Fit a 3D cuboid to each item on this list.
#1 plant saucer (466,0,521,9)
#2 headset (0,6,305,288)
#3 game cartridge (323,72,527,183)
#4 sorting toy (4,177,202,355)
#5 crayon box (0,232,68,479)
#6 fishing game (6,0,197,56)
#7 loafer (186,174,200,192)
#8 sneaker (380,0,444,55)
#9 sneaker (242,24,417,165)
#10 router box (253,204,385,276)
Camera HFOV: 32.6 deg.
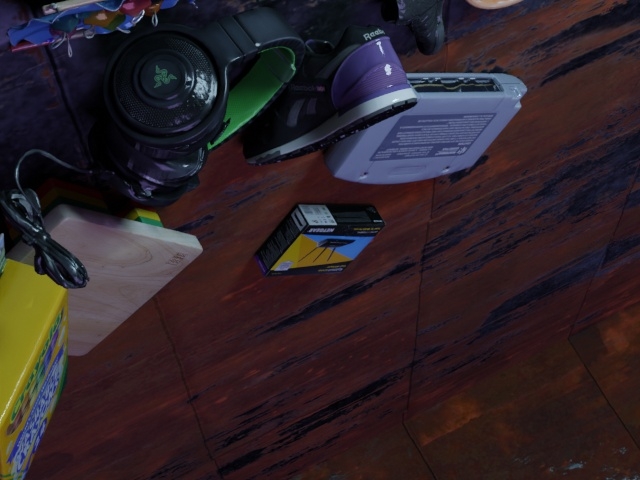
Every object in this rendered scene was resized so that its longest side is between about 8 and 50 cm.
[{"bbox_3d":[0.251,-0.372,1.355,0.200,0.037,0.200,-24,155,-12],"label":"plant saucer"},{"bbox_3d":[-0.165,-0.107,1.198,0.394,0.185,0.243,-32,170,-29],"label":"headset"},{"bbox_3d":[0.150,-0.162,1.612,0.294,0.060,0.196,-7,142,-39],"label":"game cartridge"},{"bbox_3d":[-0.333,0.036,1.421,0.255,0.089,0.257,-40,153,20],"label":"sorting toy"},{"bbox_3d":[-0.369,0.168,1.285,0.083,0.203,0.323,17,144,0],"label":"crayon box"},{"bbox_3d":[-0.199,-0.205,1.031,0.189,0.041,0.264,-19,-172,-24],"label":"fishing game"},{"bbox_3d":[-0.222,-0.080,1.364,0.061,0.062,0.170,-35,153,21],"label":"loafer"},{"bbox_3d":[0.110,-0.286,1.351,0.089,0.051,0.170,-22,148,-17],"label":"sneaker"},{"bbox_3d":[-0.003,-0.184,1.376,0.283,0.124,0.107,-20,180,44],"label":"sneaker"},{"bbox_3d":[0.000,0.000,1.754,0.179,0.046,0.133,-2,143,-45],"label":"router box"}]
